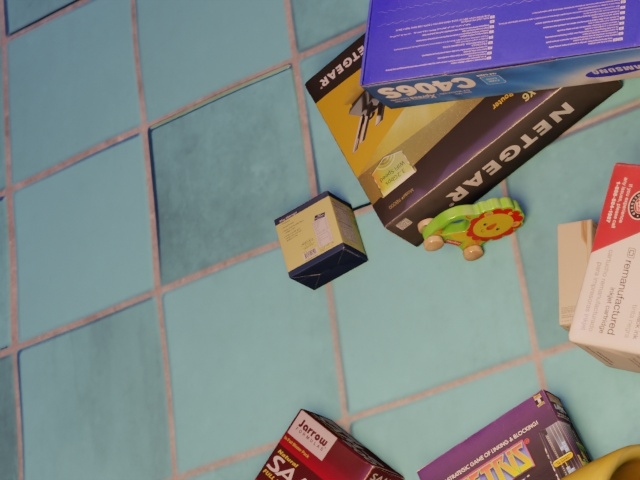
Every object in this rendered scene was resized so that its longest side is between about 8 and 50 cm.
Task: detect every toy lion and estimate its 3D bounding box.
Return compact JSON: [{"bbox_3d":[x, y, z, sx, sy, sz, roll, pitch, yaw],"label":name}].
[{"bbox_3d":[0.174,-0.019,1.703,0.096,0.100,0.034,-42,50,38],"label":"toy lion"}]

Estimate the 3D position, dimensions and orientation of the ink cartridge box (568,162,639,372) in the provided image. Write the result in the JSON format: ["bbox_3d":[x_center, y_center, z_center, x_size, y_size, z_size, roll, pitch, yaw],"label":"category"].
[{"bbox_3d":[0.409,0.043,1.505,0.273,0.114,0.197,9,77,35],"label":"ink cartridge box"}]

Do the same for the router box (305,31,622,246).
[{"bbox_3d":[0.159,-0.181,1.783,0.309,0.081,0.243,-39,55,16],"label":"router box"}]

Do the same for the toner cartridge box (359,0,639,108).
[{"bbox_3d":[0.216,-0.249,1.670,0.348,0.075,0.165,-4,71,33],"label":"toner cartridge box"}]

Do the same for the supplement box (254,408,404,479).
[{"bbox_3d":[-0.028,0.327,1.722,0.130,0.073,0.239,34,92,38],"label":"supplement box"}]

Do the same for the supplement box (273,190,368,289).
[{"bbox_3d":[0.000,0.000,1.837,0.083,0.056,0.083,-29,58,22],"label":"supplement box"}]

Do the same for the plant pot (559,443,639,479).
[{"bbox_3d":[0.254,0.351,1.427,0.239,0.254,0.254,-36,54,37],"label":"plant pot"}]

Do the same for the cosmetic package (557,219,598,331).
[{"bbox_3d":[0.283,0.041,1.628,0.041,0.060,0.115,-10,69,30],"label":"cosmetic package"}]

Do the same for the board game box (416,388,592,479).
[{"bbox_3d":[0.201,0.259,1.583,0.170,0.048,0.141,-37,56,18],"label":"board game box"}]
